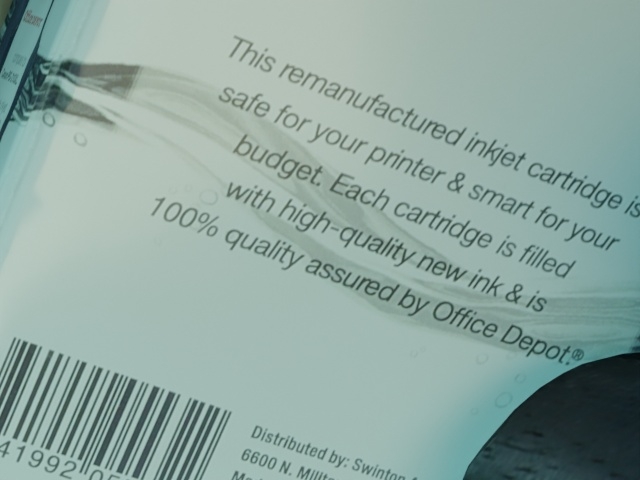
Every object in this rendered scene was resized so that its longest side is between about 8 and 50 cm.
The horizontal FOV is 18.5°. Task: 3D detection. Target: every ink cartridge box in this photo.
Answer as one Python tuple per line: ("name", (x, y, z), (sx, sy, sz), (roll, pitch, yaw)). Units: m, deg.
("ink cartridge box", (0.000, 0.000, 0.474), (0.172, 0.100, 0.237), (20, 102, -19))

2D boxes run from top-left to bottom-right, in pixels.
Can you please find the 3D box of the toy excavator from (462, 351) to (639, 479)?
("toy excavator", (0.294, -0.023, 0.435), (0.433, 0.222, 0.445), (19, 92, -34))
